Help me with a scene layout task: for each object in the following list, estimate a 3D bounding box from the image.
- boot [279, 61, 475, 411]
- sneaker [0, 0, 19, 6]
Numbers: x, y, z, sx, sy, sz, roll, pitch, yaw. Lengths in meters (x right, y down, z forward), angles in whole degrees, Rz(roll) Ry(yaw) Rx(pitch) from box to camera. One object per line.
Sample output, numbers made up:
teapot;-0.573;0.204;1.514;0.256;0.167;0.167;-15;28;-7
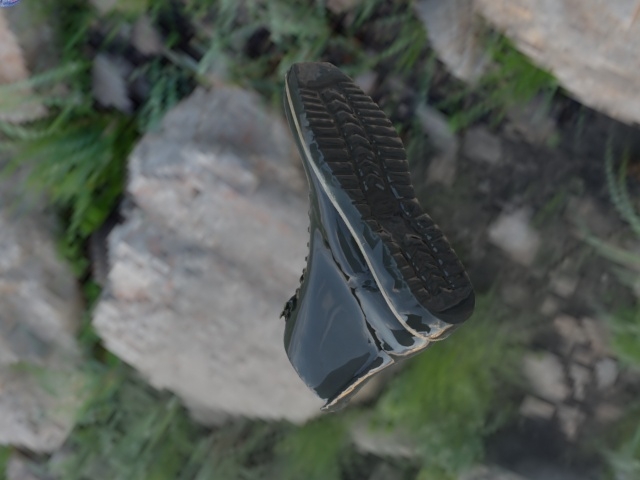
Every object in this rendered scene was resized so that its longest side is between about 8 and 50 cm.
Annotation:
boot;0.000;0.000;1.209;0.137;0.077;0.198;-43;62;41
sneaker;-0.237;-0.227;1.480;0.221;0.083;0.087;-2;117;35
